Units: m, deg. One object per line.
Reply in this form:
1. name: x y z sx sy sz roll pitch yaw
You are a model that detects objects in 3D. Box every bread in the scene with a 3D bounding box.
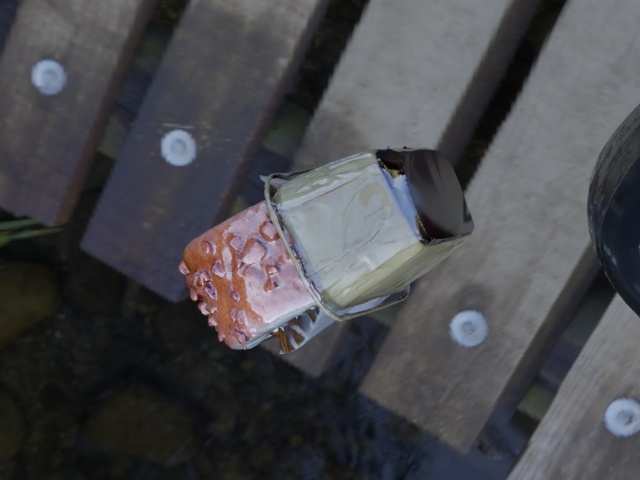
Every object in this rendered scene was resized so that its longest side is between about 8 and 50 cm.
1. bread: 0.000 0.000 1.015 0.212 0.224 0.142 -25 85 21

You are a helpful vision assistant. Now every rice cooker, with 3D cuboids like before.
1. rice cooker: 0.365 -0.019 1.109 0.267 0.224 0.267 0 106 -1
